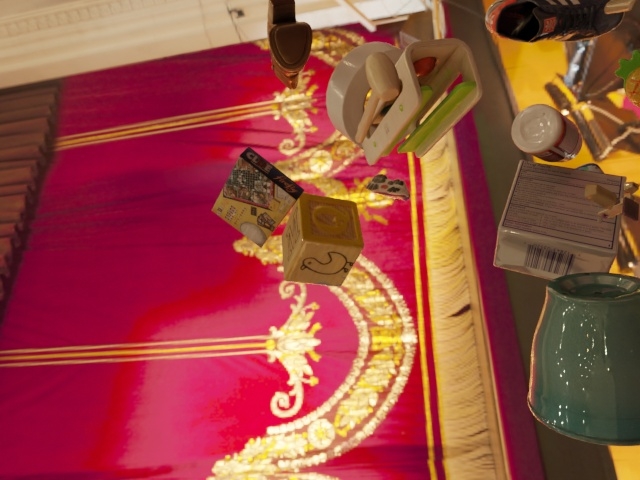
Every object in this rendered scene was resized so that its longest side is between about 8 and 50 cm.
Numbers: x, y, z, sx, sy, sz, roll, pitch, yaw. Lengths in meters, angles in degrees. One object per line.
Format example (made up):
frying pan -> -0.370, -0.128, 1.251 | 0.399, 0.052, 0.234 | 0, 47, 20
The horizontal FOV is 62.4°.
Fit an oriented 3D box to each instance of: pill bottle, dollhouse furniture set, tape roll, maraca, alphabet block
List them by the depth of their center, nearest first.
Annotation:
dollhouse furniture set -> 0.562, -0.085, 1.063 | 0.081, 0.114, 0.091 | -43, 25, 62
pill bottle -> 0.587, -0.267, 1.356 | 0.221, 0.121, 0.121 | 4, -102, -49
maraca -> 0.914, -0.447, 1.482 | 0.186, 0.127, 0.099 | 49, -129, -6
tape roll -> 0.160, -0.401, 1.486 | 0.100, 0.286, 0.286 | 48, 160, 47
alphabet block -> 0.000, 0.000, 1.575 | 0.197, 0.192, 0.194 | 115, 155, -45

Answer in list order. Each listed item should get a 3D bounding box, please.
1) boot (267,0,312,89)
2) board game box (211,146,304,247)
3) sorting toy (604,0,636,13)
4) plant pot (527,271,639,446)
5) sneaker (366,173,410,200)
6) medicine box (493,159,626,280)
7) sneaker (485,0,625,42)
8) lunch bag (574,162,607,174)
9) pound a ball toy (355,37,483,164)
boot -> -0.087, -0.464, 1.348 | 0.220, 0.109, 0.284 | 94, 161, -58
board game box -> -0.159, -0.097, 1.288 | 0.042, 0.165, 0.243 | -56, 6, -38
sorting toy -> 0.679, -0.538, 1.058 | 0.047, 0.196, 0.348 | 54, -159, -10
plant pot -> 0.537, 0.204, 1.019 | 0.272, 0.271, 0.255 | -53, -44, -75
sneaker -> 0.206, -0.152, 1.624 | 0.170, 0.068, 0.071 | 28, 164, 51
medicine box -> 0.613, -0.049, 1.360 | 0.289, 0.263, 0.149 | -58, -28, -37
sneaker -> 0.621, -0.581, 1.405 | 0.148, 0.349, 0.131 | -64, -28, -55
lunch bag -> 0.856, -0.161, 1.782 | 0.176, 0.219, 0.090 | 34, -131, -30
pound a ball toy -> 0.137, -0.257, 0.963 | 0.319, 0.208, 0.136 | 128, 130, -71
